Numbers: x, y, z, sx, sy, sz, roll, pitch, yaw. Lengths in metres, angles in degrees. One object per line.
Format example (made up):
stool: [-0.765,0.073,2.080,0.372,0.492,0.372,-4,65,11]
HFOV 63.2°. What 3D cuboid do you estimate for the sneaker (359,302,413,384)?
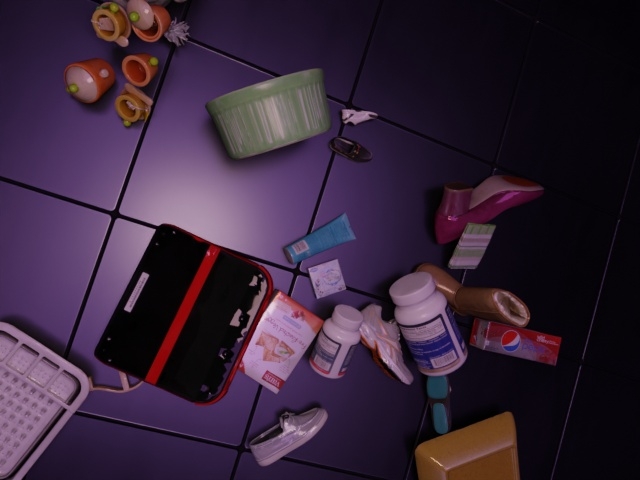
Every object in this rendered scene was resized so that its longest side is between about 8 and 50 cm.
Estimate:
sneaker: [0.197,0.292,1.475,0.121,0.099,0.262,-41,101,-16]

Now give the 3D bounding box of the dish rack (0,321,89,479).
dish rack: [-0.748,0.385,1.226,0.285,0.072,0.333,39,80,-13]

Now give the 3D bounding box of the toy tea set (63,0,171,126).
toy tea set: [-0.472,-0.414,1.192,0.200,0.336,0.124,32,39,-5]

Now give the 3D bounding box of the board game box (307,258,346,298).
board game box: [0.017,0.107,1.463,0.090,0.020,0.090,-17,95,-14]

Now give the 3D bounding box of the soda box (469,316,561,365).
soda box: [0.594,0.306,1.587,0.263,0.083,0.092,15,87,-15]

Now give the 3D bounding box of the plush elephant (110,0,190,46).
plush elephant: [-0.384,-0.659,1.226,0.255,0.272,0.330,-42,124,19]

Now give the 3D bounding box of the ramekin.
ramekin: [-0.118,-0.307,1.292,0.303,0.303,0.148,-20,103,-14]

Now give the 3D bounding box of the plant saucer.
plant saucer: [0.459,0.710,1.520,0.332,0.081,0.333,-14,104,-15]

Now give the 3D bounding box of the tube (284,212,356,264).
tube: [0.000,0.000,1.447,0.207,0.052,0.080,-26,101,-19]

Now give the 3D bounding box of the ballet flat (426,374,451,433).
ballet flat: [0.353,0.463,1.531,0.074,0.074,0.203,-6,92,-15]

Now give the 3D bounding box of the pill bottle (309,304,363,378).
pill bottle: [0.047,0.268,1.393,0.108,0.108,0.180,15,112,-15]

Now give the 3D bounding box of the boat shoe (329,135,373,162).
boat shoe: [0.091,-0.257,1.475,0.133,0.042,0.049,20,82,-16]

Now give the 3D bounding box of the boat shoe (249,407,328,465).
boat shoe: [-0.088,0.512,1.401,0.227,0.079,0.081,-32,102,-10]

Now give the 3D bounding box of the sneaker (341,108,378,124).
sneaker: [0.111,-0.352,1.486,0.109,0.040,0.044,0,106,-12]

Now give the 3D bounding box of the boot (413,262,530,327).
boot: [0.410,0.142,1.440,0.236,0.269,0.089,33,80,-13]

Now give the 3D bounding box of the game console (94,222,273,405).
game console: [-0.335,0.190,1.323,0.342,0.060,0.387,24,80,1]

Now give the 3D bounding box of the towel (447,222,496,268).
towel: [0.446,0.016,1.537,0.113,0.023,0.152,2,120,-29]

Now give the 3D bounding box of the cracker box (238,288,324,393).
cracker box: [-0.119,0.269,1.400,0.155,0.067,0.232,36,81,-12]

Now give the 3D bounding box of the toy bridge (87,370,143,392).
toy bridge: [-0.497,0.351,1.318,0.188,0.026,0.063,-15,94,-15]

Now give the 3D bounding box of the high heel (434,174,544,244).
high heel: [0.508,-0.094,1.577,0.377,0.127,0.181,-5,120,-19]

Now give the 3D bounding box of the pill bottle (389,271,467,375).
pill bottle: [0.297,0.230,1.450,0.153,0.153,0.265,-29,107,-14]
